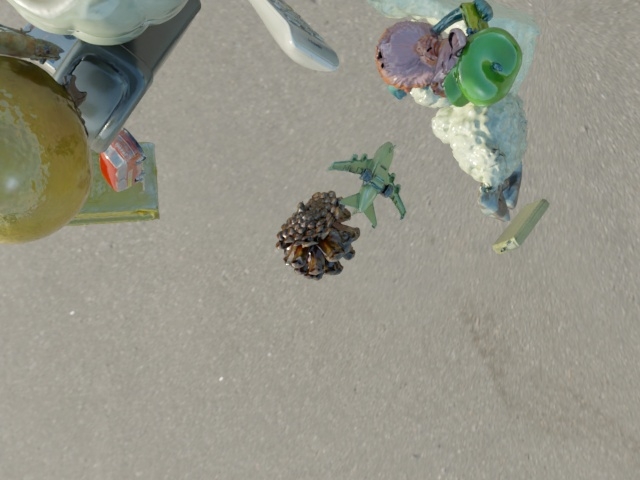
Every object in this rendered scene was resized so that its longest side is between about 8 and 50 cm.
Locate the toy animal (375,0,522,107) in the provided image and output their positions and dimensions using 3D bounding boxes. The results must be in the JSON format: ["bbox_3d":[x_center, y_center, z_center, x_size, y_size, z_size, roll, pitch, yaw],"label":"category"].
[{"bbox_3d":[0.116,-0.181,0.795,0.100,0.208,0.103,36,88,-17],"label":"toy animal"}]

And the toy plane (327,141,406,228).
[{"bbox_3d":[0.060,-0.069,0.920,0.102,0.111,0.040,36,152,-18],"label":"toy plane"}]

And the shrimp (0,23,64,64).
[{"bbox_3d":[-0.609,-0.394,1.504,0.058,0.296,0.169,-39,68,30],"label":"shrimp"}]

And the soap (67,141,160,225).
[{"bbox_3d":[-0.564,-0.143,2.075,0.315,0.091,0.199,-2,74,-13],"label":"soap"}]

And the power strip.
[{"bbox_3d":[0.433,-0.026,1.800,0.028,0.169,0.076,49,149,-9],"label":"power strip"}]

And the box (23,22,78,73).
[{"bbox_3d":[-0.613,-0.521,2.025,0.149,0.067,0.233,34,78,17],"label":"box"}]

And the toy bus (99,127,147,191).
[{"bbox_3d":[-0.407,-0.161,1.697,0.077,0.174,0.079,-36,85,-19],"label":"toy bus"}]

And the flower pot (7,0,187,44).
[{"bbox_3d":[-0.240,-0.330,0.880,0.246,0.195,0.246,15,125,22],"label":"flower pot"}]

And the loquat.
[{"bbox_3d":[-0.286,-0.076,0.718,0.172,0.204,0.149,52,135,6],"label":"loquat"}]

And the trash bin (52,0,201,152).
[{"bbox_3d":[-0.258,-0.225,1.069,0.101,0.236,0.176,35,138,-12],"label":"trash bin"}]

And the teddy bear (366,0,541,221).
[{"bbox_3d":[0.233,-0.265,1.525,0.375,0.327,0.362,22,119,13],"label":"teddy bear"}]

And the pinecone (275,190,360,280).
[{"bbox_3d":[-0.003,-0.003,1.720,0.150,0.195,0.179,38,71,15],"label":"pinecone"}]

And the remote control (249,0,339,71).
[{"bbox_3d":[-0.069,-0.377,1.441,0.109,0.313,0.055,23,112,-37],"label":"remote control"}]
